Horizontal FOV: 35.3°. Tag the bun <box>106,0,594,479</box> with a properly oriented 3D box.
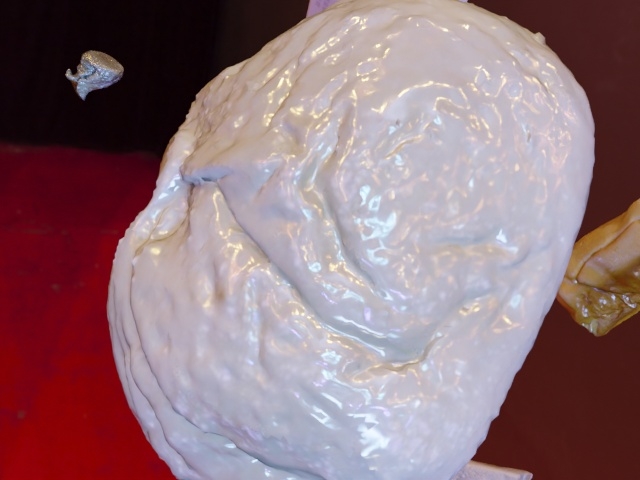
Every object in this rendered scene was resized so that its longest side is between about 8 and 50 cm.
[{"bbox_3d":[0.000,0.000,0.643,0.227,0.352,0.349,28,43,-11],"label":"bun"}]

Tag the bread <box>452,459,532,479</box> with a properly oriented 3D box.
[{"bbox_3d":[0.202,0.349,1.363,0.152,0.105,0.077,8,-5,28],"label":"bread"}]

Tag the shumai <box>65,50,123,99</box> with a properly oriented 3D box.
[{"bbox_3d":[-0.376,-0.268,1.669,0.082,0.080,0.083,10,27,-44],"label":"shumai"}]

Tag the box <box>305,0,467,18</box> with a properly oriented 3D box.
[{"bbox_3d":[0.073,-0.240,0.966,0.065,0.343,0.200,43,58,17],"label":"box"}]

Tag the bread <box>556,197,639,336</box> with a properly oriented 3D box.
[{"bbox_3d":[0.464,0.009,1.414,0.167,0.294,0.132,-23,72,-42],"label":"bread"}]
